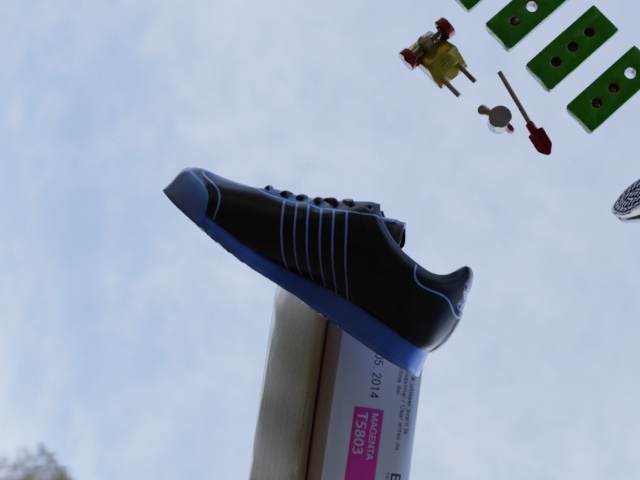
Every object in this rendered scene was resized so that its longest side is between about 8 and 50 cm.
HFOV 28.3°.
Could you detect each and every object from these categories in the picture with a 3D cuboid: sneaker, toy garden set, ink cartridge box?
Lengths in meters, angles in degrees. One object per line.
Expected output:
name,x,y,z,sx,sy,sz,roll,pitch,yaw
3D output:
sneaker,0.000,0.000,0.918,0.232,0.081,0.090,34,-92,7
toy garden set,0.233,-0.211,1.487,0.244,0.204,0.049,48,-5,10
sneaker,0.382,-0.027,1.353,0.064,0.086,0.192,-49,-175,-10
ink cartridge box,0.009,0.148,1.042,0.193,0.088,0.234,166,-67,-73
